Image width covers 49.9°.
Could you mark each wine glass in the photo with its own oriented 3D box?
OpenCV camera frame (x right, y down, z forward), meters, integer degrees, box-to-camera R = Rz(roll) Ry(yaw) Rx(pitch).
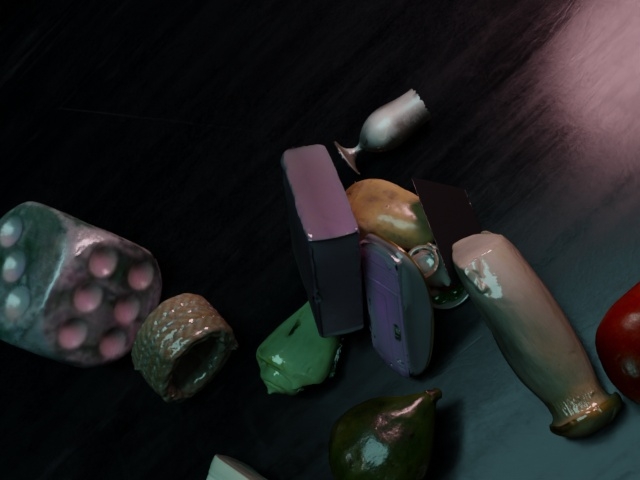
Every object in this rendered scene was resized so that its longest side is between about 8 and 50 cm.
[{"bbox_3d":[0.143,-0.246,1.567,0.222,0.103,0.103,-35,58,11],"label":"wine glass"}]

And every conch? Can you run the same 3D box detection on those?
[{"bbox_3d":[-0.029,0.230,1.480,0.251,0.137,0.143,-38,28,-11],"label":"conch"}]

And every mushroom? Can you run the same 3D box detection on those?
[{"bbox_3d":[0.362,0.151,1.200,0.138,0.154,0.407,-32,75,-4],"label":"mushroom"}]

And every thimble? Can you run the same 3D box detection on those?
[{"bbox_3d":[-0.313,0.245,1.570,0.229,0.196,0.148,-50,57,2],"label":"thimble"}]

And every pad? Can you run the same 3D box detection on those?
[{"bbox_3d":[0.274,-0.016,1.372,0.004,0.164,0.242,-42,53,41],"label":"pad"}]

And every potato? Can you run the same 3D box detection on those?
[{"bbox_3d":[0.146,-0.050,1.468,0.235,0.128,0.161,7,51,24],"label":"potato"}]

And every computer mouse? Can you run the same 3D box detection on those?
[{"bbox_3d":[0.147,0.123,1.333,0.072,0.310,0.158,-26,34,-25],"label":"computer mouse"}]

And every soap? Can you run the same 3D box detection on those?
[{"bbox_3d":[0.000,0.000,1.400,0.107,0.296,0.285,-12,46,-8],"label":"soap"}]

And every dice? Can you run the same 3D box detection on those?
[{"bbox_3d":[-0.632,0.114,1.721,0.348,0.330,0.327,18,81,32],"label":"dice"}]

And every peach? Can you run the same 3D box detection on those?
[{"bbox_3d":[0.567,0.158,1.110,0.244,0.199,0.243,-18,54,27],"label":"peach"}]

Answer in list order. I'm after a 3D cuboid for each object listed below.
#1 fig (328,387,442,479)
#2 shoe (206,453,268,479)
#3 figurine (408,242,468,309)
[{"bbox_3d":[0.127,0.363,1.282,0.195,0.195,0.244,41,102,34],"label":"fig"},{"bbox_3d":[-0.114,0.576,1.373,0.363,0.132,0.160,19,80,38],"label":"shoe"},{"bbox_3d":[0.225,0.061,1.365,0.132,0.154,0.132,-11,66,26],"label":"figurine"}]
